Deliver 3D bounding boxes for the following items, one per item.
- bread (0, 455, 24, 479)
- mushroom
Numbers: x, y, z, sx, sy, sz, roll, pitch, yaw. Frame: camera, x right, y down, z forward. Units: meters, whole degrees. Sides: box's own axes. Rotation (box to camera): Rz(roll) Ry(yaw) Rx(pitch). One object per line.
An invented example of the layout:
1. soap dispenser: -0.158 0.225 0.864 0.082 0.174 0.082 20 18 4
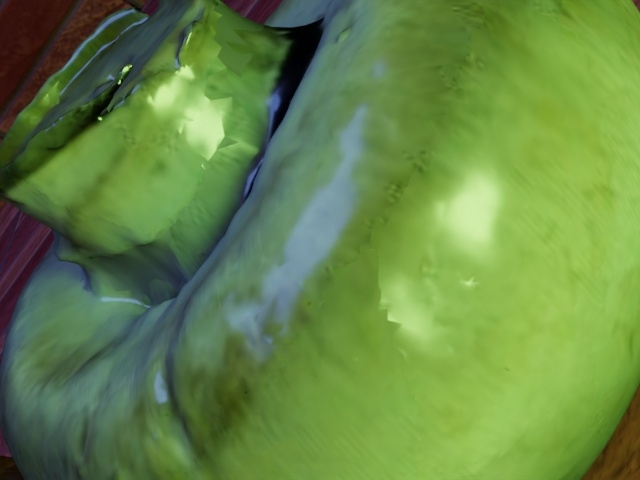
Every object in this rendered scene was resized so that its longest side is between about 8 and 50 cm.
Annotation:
1. bread: -0.193 0.182 0.713 0.288 0.204 0.156 -42 -39 -78
2. mushroom: 0.000 0.000 0.703 0.352 0.260 0.352 -43 19 19
